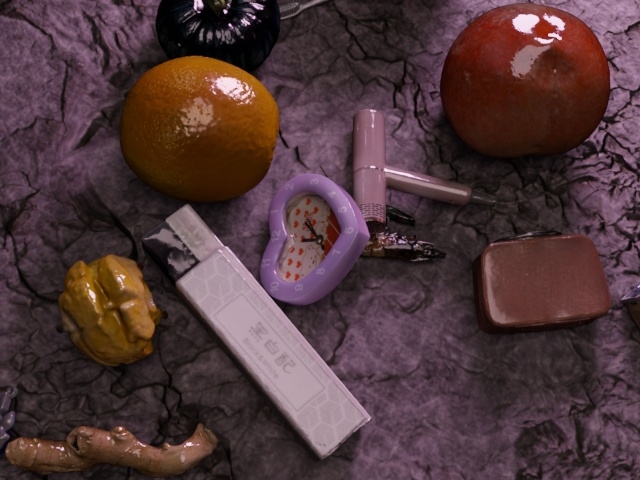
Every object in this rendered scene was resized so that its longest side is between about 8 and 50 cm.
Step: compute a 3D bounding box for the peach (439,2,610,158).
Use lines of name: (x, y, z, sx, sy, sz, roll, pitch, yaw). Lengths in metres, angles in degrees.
peach: (0.308, -0.242, 1.479, 0.252, 0.252, 0.252, 1, 74, -5)

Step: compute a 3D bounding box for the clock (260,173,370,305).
clock: (0.000, 0.000, 1.443, 0.172, 0.064, 0.198, -5, 70, 34)

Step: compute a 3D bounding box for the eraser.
eraser: (-0.097, 0.134, 1.402, 0.096, 0.098, 0.404, -39, 81, -14)

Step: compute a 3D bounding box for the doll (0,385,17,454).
doll: (-0.476, 0.284, 1.339, 0.096, 0.070, 0.195, 21, 73, 38)

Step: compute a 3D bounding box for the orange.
orange: (-0.175, -0.160, 1.419, 0.236, 0.236, 0.236, 1, 74, -5)

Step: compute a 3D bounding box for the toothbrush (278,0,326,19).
toothbrush: (0.056, -0.422, 1.615, 0.288, 0.024, 0.021, -23, 75, -11)

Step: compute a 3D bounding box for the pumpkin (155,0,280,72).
pumpkin: (-0.158, -0.339, 1.517, 0.194, 0.150, 0.194, 4, 39, -3)

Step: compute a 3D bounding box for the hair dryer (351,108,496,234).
hair dryer: (0.158, -0.106, 1.501, 0.220, 0.053, 0.195, 1, 66, -2)

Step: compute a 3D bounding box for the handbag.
handbag: (0.330, 0.062, 1.476, 0.193, 0.072, 0.151, -4, 74, -5)

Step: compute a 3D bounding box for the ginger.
ginger: (-0.285, 0.288, 1.355, 0.288, 0.089, 0.075, -1, 29, -7)

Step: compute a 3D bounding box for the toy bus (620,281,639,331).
toy bus: (0.597, 0.055, 1.494, 0.268, 0.092, 0.106, -26, 87, -12)

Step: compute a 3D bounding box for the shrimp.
shrimp: (0.118, -0.010, 1.497, 0.161, 0.034, 0.091, 13, 73, 0)

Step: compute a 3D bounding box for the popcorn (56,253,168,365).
popcorn: (-0.294, 0.096, 1.374, 0.148, 0.167, 0.152, 31, 47, 34)
